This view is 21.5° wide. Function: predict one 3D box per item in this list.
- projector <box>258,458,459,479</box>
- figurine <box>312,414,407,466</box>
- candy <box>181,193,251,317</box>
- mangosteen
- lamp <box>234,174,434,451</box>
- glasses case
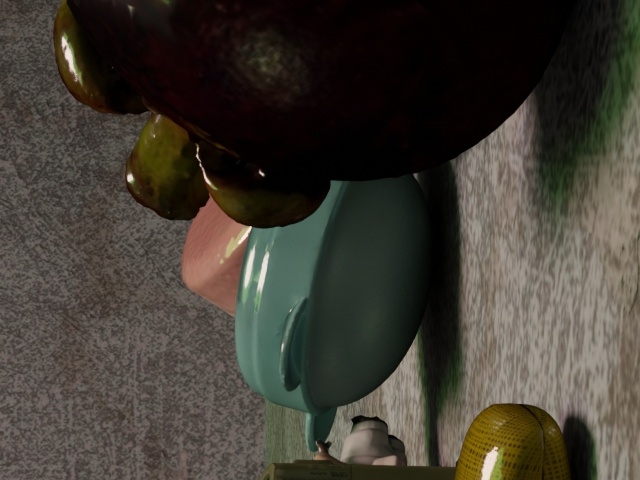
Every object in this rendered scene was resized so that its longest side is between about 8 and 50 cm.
[{"bbox_3d":[0.012,0.239,0.990,0.088,0.193,0.269,-94,8,-52],"label":"projector"},{"bbox_3d":[0.039,0.232,1.198,0.137,0.112,0.229,58,-152,-45],"label":"figurine"},{"bbox_3d":[-0.023,-0.046,1.480,0.255,0.094,0.255,-51,16,21],"label":"candy"},{"bbox_3d":[-0.018,-0.160,0.872,0.297,0.293,0.297,-20,-90,-79],"label":"mangosteen"},{"bbox_3d":[0.012,0.001,1.266,0.209,0.147,0.284,78,-171,-61],"label":"lamp"},{"bbox_3d":[0.093,0.198,0.845,0.079,0.064,0.234,-160,72,-77],"label":"glasses case"}]
